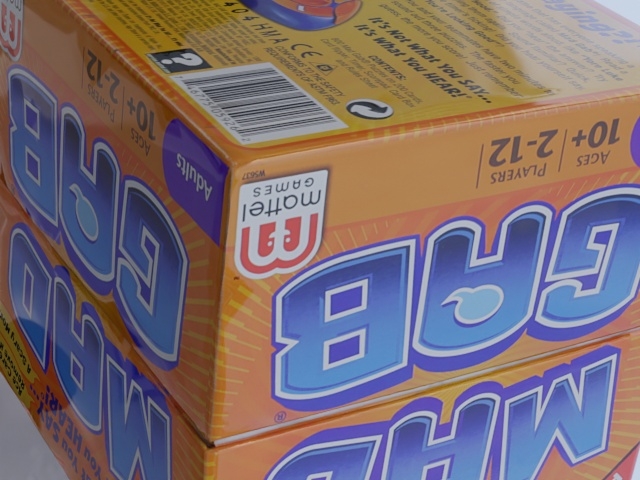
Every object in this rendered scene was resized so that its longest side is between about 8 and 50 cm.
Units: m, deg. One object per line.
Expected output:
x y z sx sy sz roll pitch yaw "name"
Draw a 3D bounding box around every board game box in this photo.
0.000 0.000 1.031 0.356 0.356 0.356 43 -44 47 "board game box"

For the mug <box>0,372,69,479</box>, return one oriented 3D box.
-0.119 0.166 1.414 0.276 0.328 0.374 -38 130 -70 "mug"
